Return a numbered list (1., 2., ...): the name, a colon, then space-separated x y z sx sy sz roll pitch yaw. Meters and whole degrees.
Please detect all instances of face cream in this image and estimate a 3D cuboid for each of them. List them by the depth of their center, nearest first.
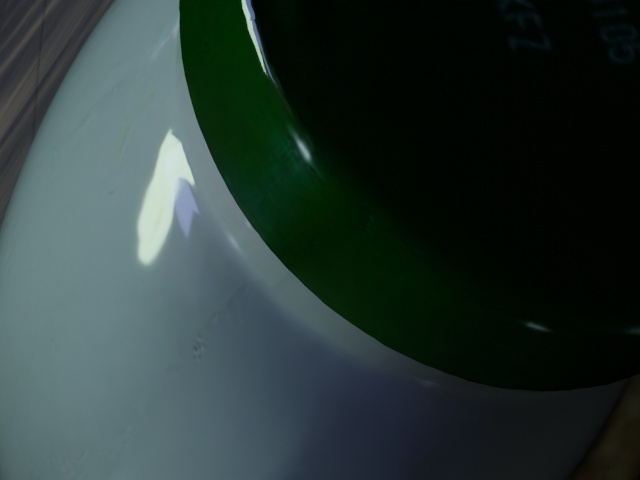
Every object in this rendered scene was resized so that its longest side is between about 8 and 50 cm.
1. face cream: 0.000 0.000 0.656 0.357 0.219 0.312 -45 26 56

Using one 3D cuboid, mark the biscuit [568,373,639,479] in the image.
1. biscuit: 0.115 0.005 0.743 0.249 0.030 0.160 -119 53 -73
